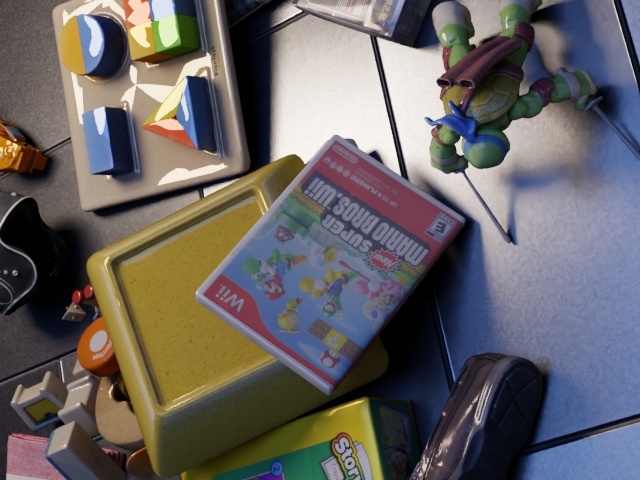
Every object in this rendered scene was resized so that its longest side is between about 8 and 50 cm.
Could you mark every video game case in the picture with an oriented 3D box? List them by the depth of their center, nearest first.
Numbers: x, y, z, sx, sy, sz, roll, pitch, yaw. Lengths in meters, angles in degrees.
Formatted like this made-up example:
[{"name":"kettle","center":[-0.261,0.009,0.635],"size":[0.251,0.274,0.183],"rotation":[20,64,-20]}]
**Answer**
[{"name":"video game case","center":[0.015,0.022,1.639],"size":[0.204,0.025,0.285],"rotation":[34,66,13]}]

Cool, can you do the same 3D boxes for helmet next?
[{"name":"helmet","center":[-0.481,0.014,2.054],"size":[0.169,0.169,0.161],"rotation":[-39,91,25]}]

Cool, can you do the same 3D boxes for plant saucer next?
[{"name":"plant saucer","center":[-0.126,0.082,1.704],"size":[0.333,0.081,0.333],"rotation":[-27,66,8]}]

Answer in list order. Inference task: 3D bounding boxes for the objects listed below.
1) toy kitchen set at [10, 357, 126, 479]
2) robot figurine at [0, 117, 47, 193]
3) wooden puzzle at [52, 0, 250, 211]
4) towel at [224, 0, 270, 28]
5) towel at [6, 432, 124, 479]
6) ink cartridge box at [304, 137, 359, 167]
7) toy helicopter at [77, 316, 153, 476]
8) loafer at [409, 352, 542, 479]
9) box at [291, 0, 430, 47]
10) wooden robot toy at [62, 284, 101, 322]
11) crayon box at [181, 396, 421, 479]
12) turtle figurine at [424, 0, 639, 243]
[{"name":"toy kitchen set","center":[-0.368,0.289,1.944],"size":[0.166,0.122,0.207],"rotation":[-25,30,22]},{"name":"robot figurine","center":[-0.581,-0.128,2.216],"size":[0.291,0.085,0.211],"rotation":[27,98,36]},{"name":"wooden puzzle","center":[-0.268,-0.226,1.970],"size":[0.348,0.080,0.322],"rotation":[-12,85,36]},{"name":"towel","center":[-0.163,-0.456,1.990],"size":[0.312,0.056,0.324],"rotation":[-28,68,33]},{"name":"towel","center":[-0.403,0.462,2.010],"size":[0.237,0.037,0.329],"rotation":[1,83,38]},{"name":"ink cartridge box","center":[0.000,0.000,1.793],"size":[0.225,0.056,0.181],"rotation":[-47,56,43]},{"name":"toy helicopter","center":[-0.155,0.173,1.790],"size":[0.355,0.140,0.235],"rotation":[-29,46,20]},{"name":"loafer","center":[0.158,0.270,1.572],"size":[0.095,0.109,0.302],"rotation":[12,71,54]},{"name":"box","center":[0.080,-0.390,1.784],"size":[0.183,0.056,0.231],"rotation":[24,97,36]},{"name":"wooden robot toy","center":[-0.318,0.060,1.999],"size":[0.173,0.076,0.079],"rotation":[-25,57,31]},{"name":"crayon box","center":[-0.005,0.409,1.678],"size":[0.313,0.106,0.363],"rotation":[-22,69,31]},{"name":"turtle figurine","center":[0.223,-0.159,1.610],"size":[0.198,0.274,0.266],"rotation":[-46,34,47]}]
